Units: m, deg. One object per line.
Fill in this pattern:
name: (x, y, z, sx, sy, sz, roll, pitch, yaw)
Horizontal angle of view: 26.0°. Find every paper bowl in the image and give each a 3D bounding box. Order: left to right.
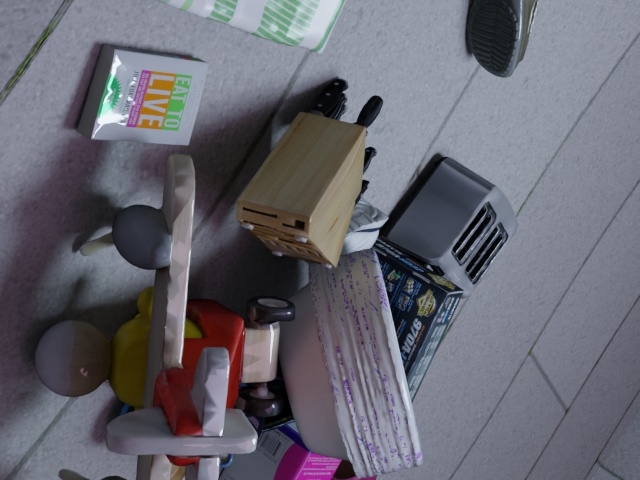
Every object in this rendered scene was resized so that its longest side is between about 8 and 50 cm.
paper bowl: (0.032, 0.162, 1.757, 0.148, 0.284, 0.284, -14, 143, 2)

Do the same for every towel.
towel: (-0.042, -0.338, 1.485, 0.325, 0.038, 0.248, 9, 111, -58)

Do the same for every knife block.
knife block: (0.000, -0.100, 1.635, 0.275, 0.088, 0.242, 47, 57, -74)

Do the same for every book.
book: (-0.186, -0.153, 1.459, 0.144, 0.035, 0.096, -2, 116, -53)

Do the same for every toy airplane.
toy airplane: (-0.184, 0.155, 1.506, 0.384, 0.272, 0.386, 93, 6, -59)

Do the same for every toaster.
toaster: (0.198, -0.021, 2.057, 0.185, 0.110, 0.168, -53, 150, -8)

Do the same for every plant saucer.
plant saucer: (-0.207, 0.306, 1.866, 0.083, 0.015, 0.083, -35, 143, -33)

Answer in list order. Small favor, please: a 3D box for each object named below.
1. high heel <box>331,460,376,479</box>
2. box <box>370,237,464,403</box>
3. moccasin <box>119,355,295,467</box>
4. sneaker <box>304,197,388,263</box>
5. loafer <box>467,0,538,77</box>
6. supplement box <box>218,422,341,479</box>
high heel: (0.038, 0.259, 2.060, 0.181, 0.127, 0.377, 39, 70, -73)
box: (0.082, 0.125, 1.959, 0.051, 0.175, 0.220, -1, 118, -56)
moccasin: (-0.112, 0.208, 1.809, 0.342, 0.117, 0.137, -18, 132, -48)
sneaker: (0.000, 0.000, 1.820, 0.235, 0.090, 0.095, -4, 130, -53)
loafer: (0.265, -0.336, 1.876, 0.087, 0.094, 0.251, -28, 139, -34)
supplement box: (-0.076, 0.364, 2.015, 0.220, 0.111, 0.114, -60, 150, 6)
